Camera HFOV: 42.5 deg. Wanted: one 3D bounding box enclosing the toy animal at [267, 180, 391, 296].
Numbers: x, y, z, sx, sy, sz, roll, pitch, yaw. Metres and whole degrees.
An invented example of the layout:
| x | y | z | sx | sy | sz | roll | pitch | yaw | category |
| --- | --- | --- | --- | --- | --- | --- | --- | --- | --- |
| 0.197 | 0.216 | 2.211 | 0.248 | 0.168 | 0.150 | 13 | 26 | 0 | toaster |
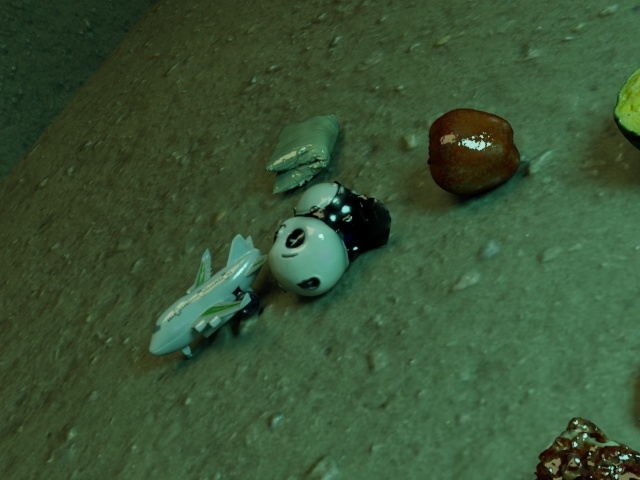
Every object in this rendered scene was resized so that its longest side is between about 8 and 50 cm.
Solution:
| x | y | z | sx | sy | sz | roll | pitch | yaw | category |
| --- | --- | --- | --- | --- | --- | --- | --- | --- | --- |
| 0.000 | 0.000 | 1.286 | 0.179 | 0.138 | 0.166 | -44 | 14 | -20 | toy animal |

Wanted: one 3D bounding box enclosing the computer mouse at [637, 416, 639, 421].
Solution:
| x | y | z | sx | sy | sz | roll | pitch | yaw | category |
| --- | --- | --- | --- | --- | --- | --- | --- | --- | --- |
| 0.402 | 0.108 | 0.790 | 0.229 | 0.068 | 0.113 | -30 | 30 | 12 | computer mouse |

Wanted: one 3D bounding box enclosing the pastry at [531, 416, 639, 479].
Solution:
| x | y | z | sx | sy | sz | roll | pitch | yaw | category |
| --- | --- | --- | --- | --- | --- | --- | --- | --- | --- |
| 0.266 | 0.245 | 0.716 | 0.097 | 0.115 | 0.208 | -30 | 27 | -11 | pastry |

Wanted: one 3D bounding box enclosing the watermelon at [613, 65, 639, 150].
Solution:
| x | y | z | sx | sy | sz | roll | pitch | yaw | category |
| --- | --- | --- | --- | --- | --- | --- | --- | --- | --- |
| 0.489 | -0.173 | 1.017 | 0.232 | 0.127 | 0.204 | -27 | 32 | 21 | watermelon |

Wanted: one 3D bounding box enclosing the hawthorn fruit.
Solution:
| x | y | z | sx | sy | sz | roll | pitch | yaw | category |
| --- | --- | --- | --- | --- | --- | --- | --- | --- | --- |
| 0.229 | -0.135 | 1.242 | 0.137 | 0.133 | 0.133 | -4 | 38 | 7 | hawthorn fruit |

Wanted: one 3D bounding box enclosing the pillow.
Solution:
| x | y | z | sx | sy | sz | roll | pitch | yaw | category |
| --- | --- | --- | --- | --- | --- | --- | --- | --- | --- |
| -0.032 | -0.179 | 1.622 | 0.134 | 0.078 | 0.181 | -20 | 32 | 23 | pillow |

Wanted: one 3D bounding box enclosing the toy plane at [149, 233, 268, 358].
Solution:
| x | y | z | sx | sy | sz | roll | pitch | yaw | category |
| --- | --- | --- | --- | --- | --- | --- | --- | --- | --- |
| -0.179 | 0.104 | 1.366 | 0.255 | 0.101 | 0.251 | -47 | 26 | -5 | toy plane |
